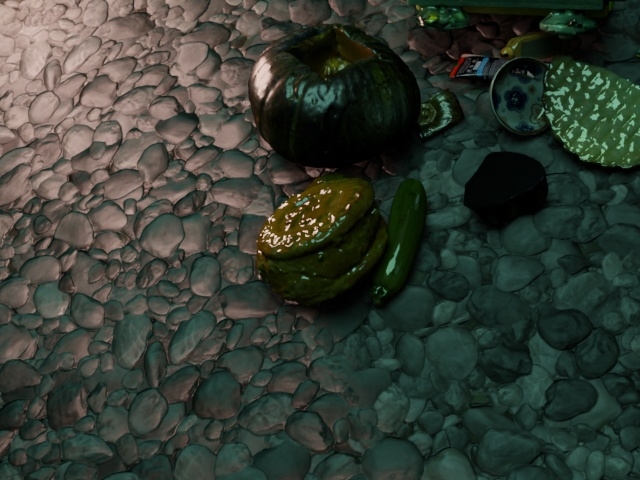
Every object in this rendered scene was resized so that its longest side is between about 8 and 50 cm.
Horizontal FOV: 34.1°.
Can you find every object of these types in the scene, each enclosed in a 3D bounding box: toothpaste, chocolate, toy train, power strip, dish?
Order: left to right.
[{"bbox_3d":[0.343,-0.324,1.977,0.193,0.045,0.071,11,53,28],"label":"toothpaste"},{"bbox_3d":[0.318,-0.086,1.810,0.148,0.080,0.125,-29,43,5],"label":"chocolate"},{"bbox_3d":[0.361,-0.489,1.950,0.441,0.179,0.272,7,23,20],"label":"toy train"},{"bbox_3d":[0.361,-0.262,1.911,0.141,0.078,0.141,-1,93,-15],"label":"dish"},{"bbox_3d":[0.393,-0.359,1.935,0.178,0.049,0.028,-19,28,-35],"label":"power strip"}]

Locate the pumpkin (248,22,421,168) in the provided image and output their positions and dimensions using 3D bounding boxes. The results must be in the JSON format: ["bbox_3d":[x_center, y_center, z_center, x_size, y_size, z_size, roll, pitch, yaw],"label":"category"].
[{"bbox_3d":[0.016,-0.269,1.916,0.320,0.192,0.320,-1,42,1],"label":"pumpkin"}]

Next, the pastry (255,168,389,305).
[{"bbox_3d":[0.000,0.000,1.795,0.240,0.132,0.235,-33,23,-10],"label":"pastry"}]

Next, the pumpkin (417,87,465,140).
[{"bbox_3d":[0.217,-0.233,1.960,0.101,0.035,0.073,-25,66,-5],"label":"pumpkin"}]

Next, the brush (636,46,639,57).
[{"bbox_3d":[0.613,-0.374,1.941,0.018,0.021,0.083,21,66,29],"label":"brush"}]

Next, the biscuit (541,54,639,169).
[{"bbox_3d":[0.506,-0.211,1.831,0.273,0.036,0.187,24,75,13],"label":"biscuit"}]

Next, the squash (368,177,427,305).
[{"bbox_3d":[0.141,-0.003,1.813,0.069,0.069,0.258,6,61,20],"label":"squash"}]
